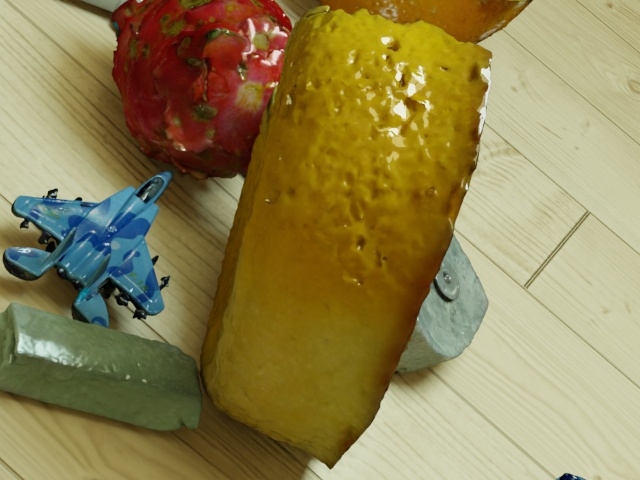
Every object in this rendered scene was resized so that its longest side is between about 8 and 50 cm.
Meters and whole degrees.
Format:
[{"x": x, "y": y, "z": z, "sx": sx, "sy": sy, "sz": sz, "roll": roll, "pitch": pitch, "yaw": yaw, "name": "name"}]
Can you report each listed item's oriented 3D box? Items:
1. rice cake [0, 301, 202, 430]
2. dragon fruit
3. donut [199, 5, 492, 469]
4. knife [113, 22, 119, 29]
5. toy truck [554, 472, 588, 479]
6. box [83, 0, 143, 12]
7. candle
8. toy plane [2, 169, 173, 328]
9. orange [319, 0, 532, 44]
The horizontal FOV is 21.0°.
[{"x": -0.197, "y": 0.111, "z": 1.497, "sx": 0.206, "sy": 0.063, "sz": 0.069, "roll": 20, "pitch": 36, "yaw": -25, "name": "rice cake"}, {"x": -0.121, "y": -0.175, "z": 1.785, "sx": 0.210, "sy": 0.205, "sz": 0.268, "roll": -3, "pitch": 27, "yaw": -43, "name": "dragon fruit"}, {"x": 0.000, "y": 0.000, "z": 1.523, "sx": 0.163, "sy": 0.435, "sz": 0.378, "roll": 16, "pitch": 75, "yaw": -6, "name": "donut"}, {"x": -0.128, "y": -0.148, "z": 1.900, "sx": 0.296, "sy": 0.026, "sz": 0.044, "roll": 46, "pitch": 32, "yaw": 17, "name": "knife"}, {"x": 0.282, "y": 0.286, "z": 1.705, "sx": 0.074, "sy": 0.063, "sz": 0.136, "roll": 11, "pitch": 24, "yaw": -50, "name": "toy truck"}, {"x": -0.223, "y": -0.297, "z": 1.971, "sx": 0.247, "sy": 0.033, "sz": 0.129, "roll": 19, "pitch": 31, "yaw": -23, "name": "box"}, {"x": 0.108, "y": 0.052, "z": 1.797, "sx": 0.168, "sy": 0.068, "sz": 0.192, "roll": 29, "pitch": 50, "yaw": -51, "name": "candle"}, {"x": -0.197, "y": -0.008, "z": 1.630, "sx": 0.169, "sy": 0.078, "sz": 0.246, "roll": 37, "pitch": 28, "yaw": -1, "name": "toy plane"}, {"x": 0.128, "y": -0.355, "z": 2.178, "sx": 0.310, "sy": 0.274, "sz": 0.274, "roll": -28, "pitch": 65, "yaw": -16, "name": "orange"}]
